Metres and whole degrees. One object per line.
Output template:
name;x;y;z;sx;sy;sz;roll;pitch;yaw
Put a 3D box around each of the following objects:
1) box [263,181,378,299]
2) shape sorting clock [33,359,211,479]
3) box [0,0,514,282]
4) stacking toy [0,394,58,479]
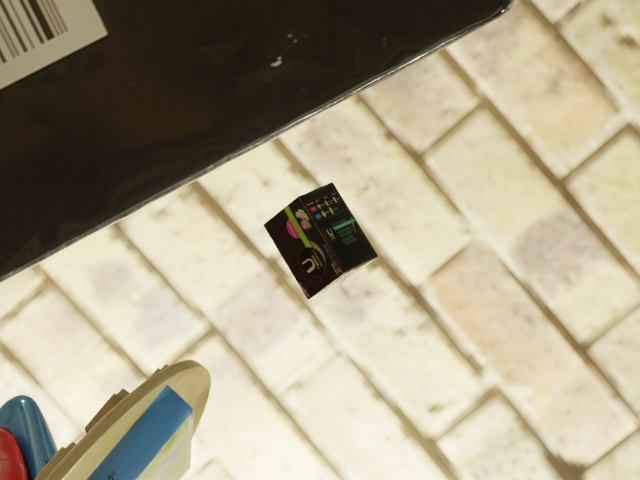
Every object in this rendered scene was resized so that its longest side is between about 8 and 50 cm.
box;0.000;0.000;1.669;0.052;0.062;0.083;-25;-100;-44
shape sorting clock;-0.127;0.146;0.953;0.040;0.206;0.206;37;-168;9
box;-0.156;-0.095;0.684;0.179;0.343;0.312;65;169;-16
stacking toy;-0.340;0.172;1.258;0.302;0.166;0.175;26;-154;-36
